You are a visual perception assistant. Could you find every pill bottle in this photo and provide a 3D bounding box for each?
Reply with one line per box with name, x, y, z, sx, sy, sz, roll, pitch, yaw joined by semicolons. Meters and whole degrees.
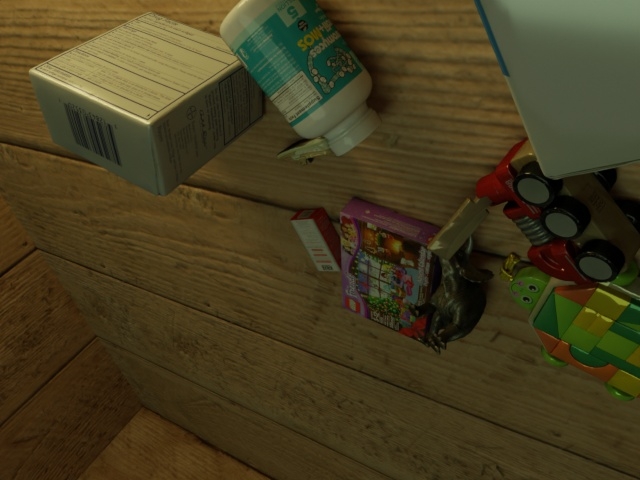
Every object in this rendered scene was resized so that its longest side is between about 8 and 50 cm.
pill bottle;-0.020;-0.260;0.861;0.264;0.146;0.146;50;143;-14

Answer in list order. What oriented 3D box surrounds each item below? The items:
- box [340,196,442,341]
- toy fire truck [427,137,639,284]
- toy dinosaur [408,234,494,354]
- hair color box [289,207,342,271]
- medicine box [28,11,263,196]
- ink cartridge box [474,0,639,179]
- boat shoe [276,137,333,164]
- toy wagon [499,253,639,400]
box;0.140;0.067;1.134;0.201;0.057;0.293;22;140;24
toy fire truck;0.305;-0.021;0.838;0.217;0.158;0.246;47;155;-10
toy dinosaur;0.254;0.130;1.036;0.121;0.160;0.313;47;169;39
hair color box;0.000;0.000;1.201;0.072;0.043;0.141;-2;126;43
medicine box;-0.286;-0.253;0.983;0.264;0.289;0.149;26;139;19
ink cartridge box;0.264;-0.236;0.499;0.129;0.307;0.223;-10;121;44
boat shoe;-0.028;-0.165;1.049;0.135;0.050;0.045;-10;116;46
toy wagon;0.451;0.134;0.919;0.344;0.068;0.267;26;141;18
